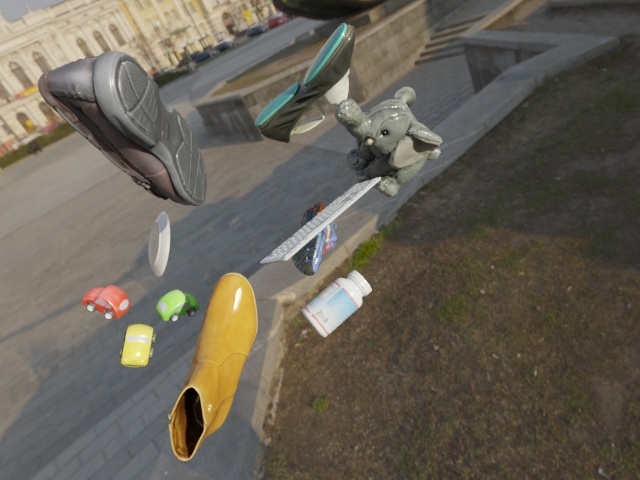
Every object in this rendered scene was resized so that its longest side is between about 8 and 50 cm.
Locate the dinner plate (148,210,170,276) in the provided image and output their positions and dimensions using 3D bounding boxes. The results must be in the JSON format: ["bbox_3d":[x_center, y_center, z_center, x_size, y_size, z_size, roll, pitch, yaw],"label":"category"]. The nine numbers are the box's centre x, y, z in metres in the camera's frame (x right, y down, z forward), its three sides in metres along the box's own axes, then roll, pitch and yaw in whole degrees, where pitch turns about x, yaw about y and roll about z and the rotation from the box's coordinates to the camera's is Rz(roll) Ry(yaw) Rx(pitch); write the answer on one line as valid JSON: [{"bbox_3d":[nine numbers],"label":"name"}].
[{"bbox_3d":[-0.347,0.007,0.921,0.017,0.141,0.141,7,8,-34],"label":"dinner plate"}]

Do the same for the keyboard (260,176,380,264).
[{"bbox_3d":[0.007,-0.037,0.710,0.256,0.014,0.072,-42,14,-35],"label":"keyboard"}]

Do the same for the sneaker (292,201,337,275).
[{"bbox_3d":[0.000,0.000,0.993,0.083,0.087,0.221,-34,27,35],"label":"sneaker"}]

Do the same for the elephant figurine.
[{"bbox_3d":[0.133,-0.192,0.784,0.169,0.239,0.186,31,72,10],"label":"elephant figurine"}]

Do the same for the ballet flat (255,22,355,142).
[{"bbox_3d":[-0.012,-0.282,0.823,0.280,0.096,0.095,-32,37,41],"label":"ballet flat"}]

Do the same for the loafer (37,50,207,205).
[{"bbox_3d":[-0.236,-0.131,0.574,0.095,0.302,0.109,-2,72,3],"label":"loafer"}]

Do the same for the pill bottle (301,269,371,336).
[{"bbox_3d":[0.040,0.145,1.017,0.160,0.087,0.087,-39,30,-9],"label":"pill bottle"}]

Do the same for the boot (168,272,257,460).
[{"bbox_3d":[-0.190,0.215,0.781,0.104,0.295,0.211,8,4,3],"label":"boot"}]

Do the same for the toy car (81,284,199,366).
[{"bbox_3d":[-0.371,0.153,0.958,0.239,0.053,0.225,39,34,30],"label":"toy car"}]
